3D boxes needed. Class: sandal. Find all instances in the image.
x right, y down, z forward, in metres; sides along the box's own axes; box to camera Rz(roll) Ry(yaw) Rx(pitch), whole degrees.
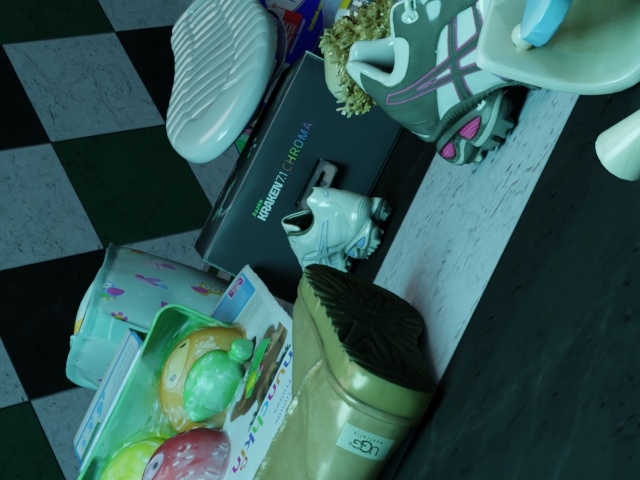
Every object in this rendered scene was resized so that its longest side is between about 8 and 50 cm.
[{"bbox_3d":[-0.096,-0.210,1.600,0.169,0.102,0.416,-44,27,20],"label":"sandal"}]

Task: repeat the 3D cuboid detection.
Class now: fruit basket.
[{"bbox_3d":[-0.122,0.192,1.193,0.327,0.165,0.353,-64,11,5],"label":"fruit basket"}]

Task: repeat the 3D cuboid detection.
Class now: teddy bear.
[{"bbox_3d":[0.112,-0.260,1.250,0.338,0.113,0.245,-58,-13,5],"label":"teddy bear"}]

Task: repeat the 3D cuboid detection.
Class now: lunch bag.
[{"bbox_3d":[-0.170,0.113,1.540,0.262,0.223,0.160,-135,65,-80],"label":"lunch bag"}]

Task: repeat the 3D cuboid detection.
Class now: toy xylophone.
[{"bbox_3d":[0.179,-0.177,0.625,0.323,0.081,0.236,-58,10,42],"label":"toy xylophone"}]

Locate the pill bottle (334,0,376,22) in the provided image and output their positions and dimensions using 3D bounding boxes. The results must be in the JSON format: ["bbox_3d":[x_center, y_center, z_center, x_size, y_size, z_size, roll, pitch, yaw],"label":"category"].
[{"bbox_3d":[0.079,-0.272,1.549,0.184,0.103,0.103,-65,7,-1],"label":"pill bottle"}]

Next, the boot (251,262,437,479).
[{"bbox_3d":[-0.026,0.165,0.896,0.236,0.089,0.270,-90,26,-74],"label":"boot"}]

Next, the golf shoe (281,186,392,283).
[{"bbox_3d":[0.000,0.000,1.271,0.176,0.086,0.069,123,168,-53],"label":"golf shoe"}]

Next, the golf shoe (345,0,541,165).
[{"bbox_3d":[0.110,-0.151,0.887,0.273,0.120,0.105,-53,12,52],"label":"golf shoe"}]

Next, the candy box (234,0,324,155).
[{"bbox_3d":[-0.031,-0.255,1.881,0.317,0.122,0.268,67,-136,-74],"label":"candy box"}]

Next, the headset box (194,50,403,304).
[{"bbox_3d":[-0.027,-0.065,1.490,0.246,0.131,0.283,-64,7,-2],"label":"headset box"}]

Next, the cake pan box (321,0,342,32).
[{"bbox_3d":[0.078,-0.390,1.704,0.246,0.070,0.267,89,-156,-55],"label":"cake pan box"}]
